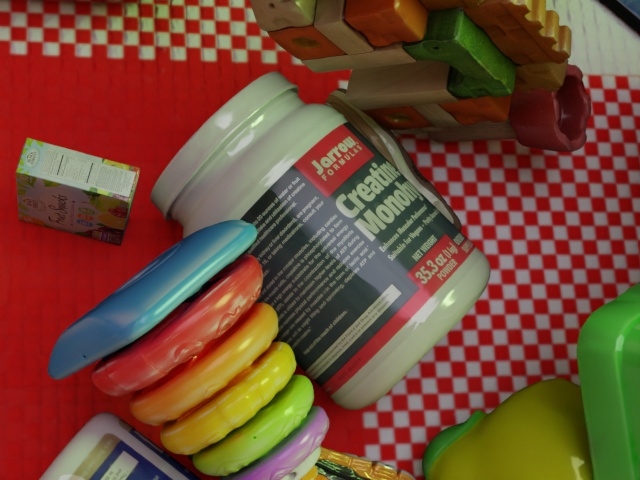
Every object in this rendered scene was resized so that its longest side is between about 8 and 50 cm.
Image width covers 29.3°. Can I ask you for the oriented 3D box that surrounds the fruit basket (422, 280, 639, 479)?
[{"bbox_3d":[0.291,0.203,1.081,0.283,0.392,0.392,-24,79,-39],"label":"fruit basket"}]

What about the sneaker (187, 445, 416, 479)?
[{"bbox_3d":[-0.022,0.220,1.096,0.215,0.084,0.083,18,79,-6],"label":"sneaker"}]

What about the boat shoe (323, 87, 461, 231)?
[{"bbox_3d":[0.056,-0.063,1.210,0.072,0.068,0.190,-39,83,-4],"label":"boat shoe"}]

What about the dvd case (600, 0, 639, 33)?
[{"bbox_3d":[0.376,-0.368,1.396,0.180,0.022,0.253,41,69,3],"label":"dvd case"}]

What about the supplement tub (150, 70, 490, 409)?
[{"bbox_3d":[0.000,0.000,1.108,0.272,0.191,0.191,45,69,3],"label":"supplement tub"}]

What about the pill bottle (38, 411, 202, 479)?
[{"bbox_3d":[-0.123,0.277,1.015,0.265,0.153,0.153,37,69,1],"label":"pill bottle"}]

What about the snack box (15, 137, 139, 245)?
[{"bbox_3d":[-0.219,-0.041,1.096,0.100,0.141,0.037,16,71,-7],"label":"snack box"}]

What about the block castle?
[{"bbox_3d":[0.121,-0.280,1.079,0.453,0.213,0.303,31,66,-51],"label":"block castle"}]

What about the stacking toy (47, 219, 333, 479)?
[{"bbox_3d":[-0.058,0.147,0.995,0.302,0.175,0.166,54,51,-6],"label":"stacking toy"}]
